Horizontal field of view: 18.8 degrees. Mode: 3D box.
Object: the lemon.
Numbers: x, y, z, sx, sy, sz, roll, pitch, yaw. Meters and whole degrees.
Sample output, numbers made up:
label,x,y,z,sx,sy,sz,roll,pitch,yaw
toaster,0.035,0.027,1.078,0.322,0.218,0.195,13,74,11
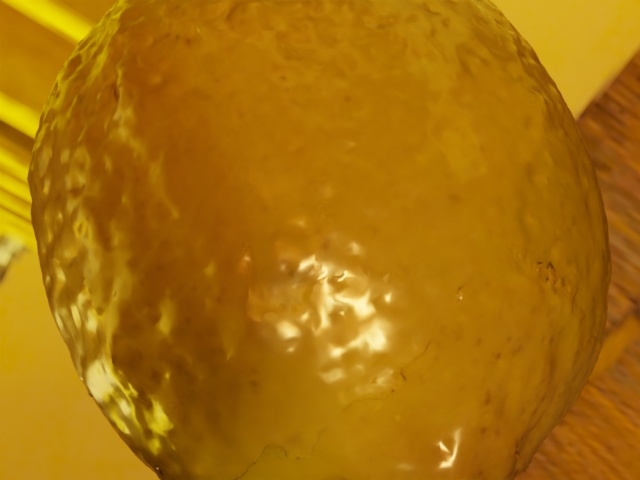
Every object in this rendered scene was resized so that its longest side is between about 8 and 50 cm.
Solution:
label,x,y,z,sx,sy,sz,roll,pitch,yaw
lemon,-0.002,-0.002,0.606,0.180,0.193,0.180,-51,172,-10
